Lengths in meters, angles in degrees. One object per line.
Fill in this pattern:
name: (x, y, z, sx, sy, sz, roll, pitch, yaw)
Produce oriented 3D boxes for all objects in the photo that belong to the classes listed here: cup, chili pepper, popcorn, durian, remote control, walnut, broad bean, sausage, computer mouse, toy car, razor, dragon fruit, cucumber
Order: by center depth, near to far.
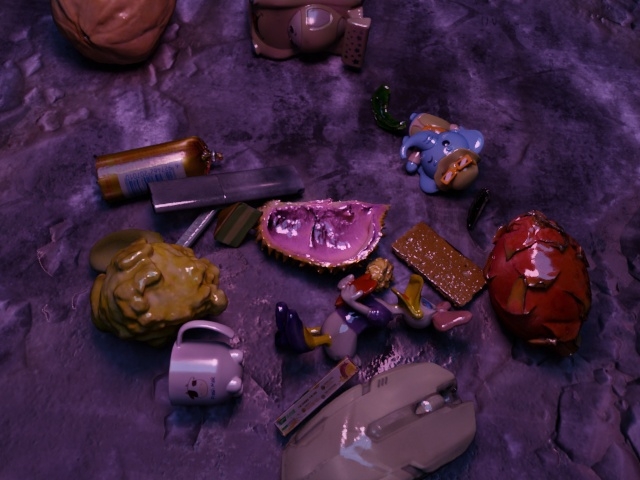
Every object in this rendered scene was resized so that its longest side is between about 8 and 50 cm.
computer mouse: (0.117, 0.391, 1.098, 0.428, 0.145, 0.228, -24, 62, -16)
cup: (-0.231, 0.254, 1.153, 0.141, 0.134, 0.174, 1, 82, -3)
popcorn: (-0.341, 0.115, 1.185, 0.250, 0.241, 0.235, 6, 89, -39)
dragon fruit: (0.481, 0.098, 1.228, 0.315, 0.250, 0.250, 50, 62, -25)
broad bean: (-0.453, 0.021, 1.302, 0.174, 0.082, 0.124, 0, 44, 6)
popcorn: (0.140, 0.083, 1.311, 0.057, 0.083, 0.082, 3, 19, 32)
durian: (-0.001, 0.000, 1.336, 0.341, 0.112, 0.191, 0, 70, 7)
razor: (-0.306, -0.020, 1.355, 0.111, 0.056, 0.278, 32, 64, 13)
remote control: (-0.231, -0.130, 1.382, 0.377, 0.044, 0.107, -11, 44, -22)
sausage: (-0.406, -0.192, 1.414, 0.317, 0.117, 0.125, -16, 77, -13)
cucumber: (0.406, -0.087, 1.442, 0.034, 0.033, 0.135, 9, 52, 47)
walnut: (-0.582, -0.686, 1.567, 0.381, 0.381, 0.381, 1, 61, -2)
chili pepper: (0.185, -0.372, 1.575, 0.073, 0.050, 0.182, -15, 58, -3)
toy car: (-0.037, -0.630, 1.611, 0.335, 0.242, 0.226, -5, 64, -7)

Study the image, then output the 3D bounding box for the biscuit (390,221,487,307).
biscuit: (0.291, 0.056, 1.352, 0.131, 0.025, 0.231, -35, 66, -28)

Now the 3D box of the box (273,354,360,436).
box: (-0.007, 0.319, 1.143, 0.207, 0.050, 0.041, -41, 87, -1)

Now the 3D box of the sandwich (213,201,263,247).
sandwich: (-0.195, -0.035, 1.319, 0.074, 0.116, 0.074, 23, 69, -27)

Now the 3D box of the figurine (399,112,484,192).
figurine: (0.307, -0.232, 1.470, 0.180, 0.154, 0.262, -41, 52, -13)

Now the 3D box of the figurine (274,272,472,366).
figurine: (0.106, 0.173, 1.210, 0.420, 0.154, 0.193, -18, 100, -7)
